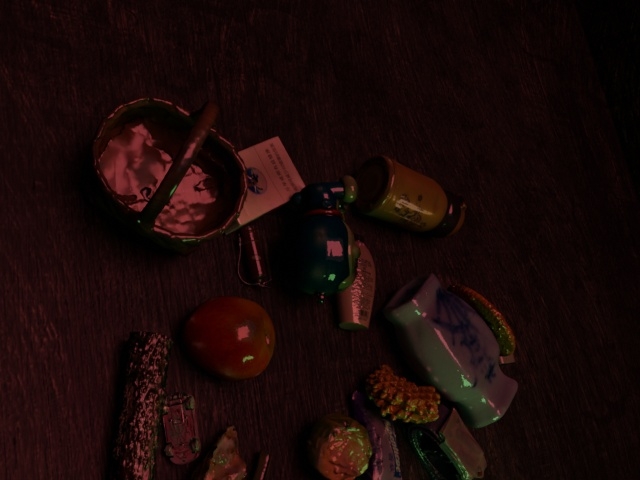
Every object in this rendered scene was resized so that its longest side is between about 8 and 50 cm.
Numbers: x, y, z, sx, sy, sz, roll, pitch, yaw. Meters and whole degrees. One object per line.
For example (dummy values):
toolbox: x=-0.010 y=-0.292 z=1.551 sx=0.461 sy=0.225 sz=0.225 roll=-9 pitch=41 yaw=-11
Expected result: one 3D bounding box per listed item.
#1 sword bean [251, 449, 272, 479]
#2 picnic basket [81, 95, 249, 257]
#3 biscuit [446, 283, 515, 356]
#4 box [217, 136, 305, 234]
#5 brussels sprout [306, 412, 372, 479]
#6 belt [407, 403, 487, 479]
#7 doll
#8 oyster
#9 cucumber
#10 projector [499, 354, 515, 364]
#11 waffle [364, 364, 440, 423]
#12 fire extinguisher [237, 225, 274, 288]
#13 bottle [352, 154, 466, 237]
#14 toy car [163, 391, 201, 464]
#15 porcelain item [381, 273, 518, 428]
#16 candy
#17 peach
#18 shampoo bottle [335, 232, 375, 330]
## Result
sword bean: x=-0.153 y=0.565 z=1.479 sx=0.043 sy=0.038 sz=0.269 roll=39 pitch=51 yaw=-24
picnic basket: x=-0.290 y=-0.152 z=1.444 sx=0.337 sy=0.337 sz=0.293 roll=36 pitch=63 yaw=-24
biscuit: x=0.443 y=0.228 z=2.013 sx=0.035 sy=0.254 sz=0.254 roll=-39 pitch=99 yaw=-18
box: x=-0.167 y=-0.139 z=1.757 sx=0.256 sy=0.069 sz=0.164 roll=-31 pitch=92 yaw=-45
brussels sprout: x=0.035 y=0.466 z=1.632 sx=0.149 sy=0.122 sz=0.152 roll=-17 pitch=102 yaw=-22
belt: x=0.331 y=0.528 z=1.841 sx=0.126 sy=0.139 sz=0.231 roll=-37 pitch=94 yaw=-43
doll: x=0.000 y=0.000 z=1.751 sx=0.186 sy=0.198 sz=0.322 roll=6 pitch=63 yaw=-15
oyster: x=-0.204 y=0.518 z=1.434 sx=0.166 sy=0.094 sz=0.294 roll=45 pitch=34 yaw=-27
cucumber: x=-0.349 y=0.358 z=1.371 sx=0.096 sy=0.096 sz=0.360 roll=20 pitch=62 yaw=-33
projector: x=0.519 y=0.331 z=2.129 sx=0.083 sy=0.083 sz=0.082 roll=2 pitch=70 yaw=-41
waffle: x=0.203 y=0.380 z=1.782 sx=0.193 sy=0.070 sz=0.197 roll=18 pitch=16 yaw=-13
fire extinguisher: x=-0.165 y=0.046 z=1.699 sx=0.078 sy=0.045 sz=0.157 roll=-12 pitch=79 yaw=-14
bottle: x=0.268 y=-0.106 z=2.050 sx=0.351 sy=0.171 sz=0.172 roll=21 pitch=59 yaw=-34
toy car: x=-0.278 y=0.376 z=1.441 sx=0.055 sy=0.069 sz=0.142 roll=47 pitch=30 yaw=-73
porcelain item: x=0.346 y=0.295 z=1.932 sx=0.405 sy=0.178 sz=0.242 roll=52 pitch=48 yaw=-8
candy: x=0.141 y=0.503 z=1.737 sx=0.145 sy=0.070 sz=0.275 roll=22 pitch=48 yaw=-41
peach: x=-0.199 y=0.211 z=1.545 sx=0.190 sy=0.192 sz=0.190 roll=-1 pitch=90 yaw=-75
shampoo bottle: x=0.089 y=0.103 z=1.863 sx=0.127 sy=0.078 sz=0.257 roll=19 pitch=62 yaw=-28
